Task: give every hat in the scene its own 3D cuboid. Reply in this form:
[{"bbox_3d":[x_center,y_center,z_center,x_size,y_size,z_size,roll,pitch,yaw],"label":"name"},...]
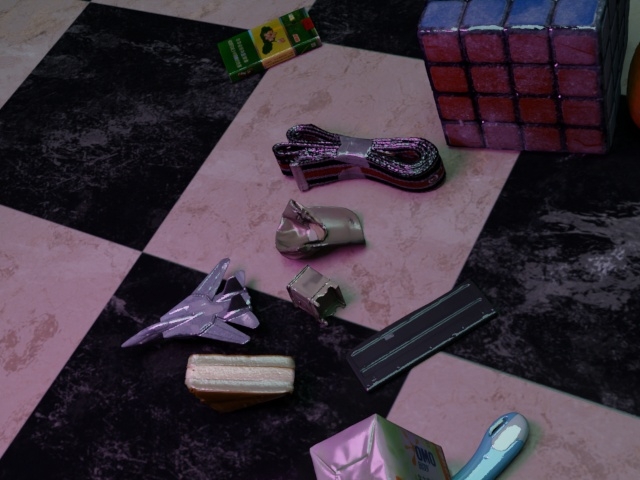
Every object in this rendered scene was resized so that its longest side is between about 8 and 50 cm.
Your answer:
[{"bbox_3d":[0.000,0.000,1.856,0.175,0.085,0.147,4,42,-6],"label":"hat"}]

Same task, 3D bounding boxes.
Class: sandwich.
[{"bbox_3d":[-0.141,0.238,1.657,0.163,0.113,0.079,-20,50,30],"label":"sandwich"}]

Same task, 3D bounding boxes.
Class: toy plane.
[{"bbox_3d":[-0.253,0.162,1.808,0.267,0.088,0.212,-27,49,8],"label":"toy plane"}]

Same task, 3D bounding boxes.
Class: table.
[{"bbox_3d":[-0.008,0.105,1.763,0.083,0.079,0.062,31,68,32],"label":"table"}]

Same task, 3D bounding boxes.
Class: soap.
[{"bbox_3d":[0.106,0.389,1.425,0.138,0.199,0.182,-35,46,22],"label":"soap"}]

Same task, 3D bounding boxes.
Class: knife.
[{"bbox_3d":[0.256,0.365,1.513,0.222,0.031,0.064,-44,57,-11],"label":"knife"}]

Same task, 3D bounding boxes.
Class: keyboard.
[{"bbox_3d":[0.133,0.195,1.682,0.381,0.041,0.103,-26,50,-9],"label":"keyboard"}]

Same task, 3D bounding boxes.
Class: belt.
[{"bbox_3d":[0.079,-0.166,1.926,0.359,0.094,0.126,6,56,22],"label":"belt"}]

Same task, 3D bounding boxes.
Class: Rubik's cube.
[{"bbox_3d":[0.413,-0.401,1.828,0.344,0.344,0.337,8,58,22],"label":"Rubik's cube"}]

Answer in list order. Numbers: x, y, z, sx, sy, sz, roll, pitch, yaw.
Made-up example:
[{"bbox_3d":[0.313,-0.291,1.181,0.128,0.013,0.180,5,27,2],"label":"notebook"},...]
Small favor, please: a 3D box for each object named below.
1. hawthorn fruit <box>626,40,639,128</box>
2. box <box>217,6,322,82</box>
[{"bbox_3d":[0.690,-0.315,1.699,0.277,0.298,0.277,-16,54,24],"label":"hawthorn fruit"},{"bbox_3d":[-0.124,-0.472,2.259,0.235,0.034,0.132,-23,50,1],"label":"box"}]
